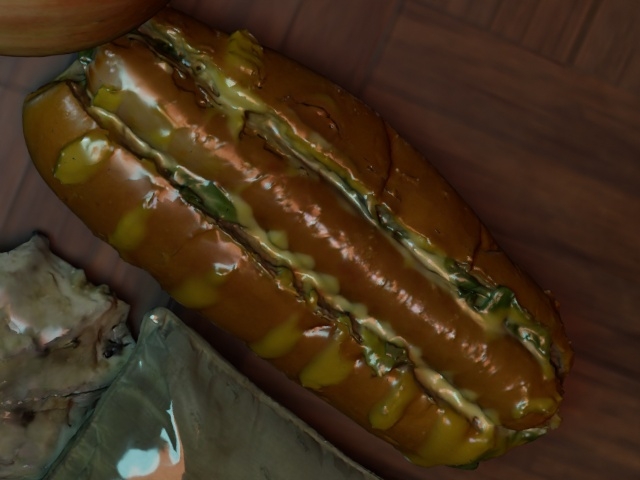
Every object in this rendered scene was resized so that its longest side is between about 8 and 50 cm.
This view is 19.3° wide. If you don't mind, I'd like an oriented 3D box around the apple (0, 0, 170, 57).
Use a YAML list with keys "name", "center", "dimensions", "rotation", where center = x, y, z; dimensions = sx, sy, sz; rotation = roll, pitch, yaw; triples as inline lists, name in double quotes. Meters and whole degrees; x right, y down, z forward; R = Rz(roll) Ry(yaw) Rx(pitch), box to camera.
- name: "apple"
  center: [-0.124, -0.153, 0.688]
  dimensions: [0.199, 0.199, 0.199]
  rotation: [-2, 104, -8]

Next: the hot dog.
- name: "hot dog"
  center: [0.000, 0.000, 0.795]
  dimensions: [0.269, 0.072, 0.115]
  rotation: [35, 89, -14]

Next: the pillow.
- name: "pillow"
  center: [-0.096, 0.196, 0.814]
  dimensions: [0.185, 0.075, 0.302]
  rotation: [39, 89, -25]

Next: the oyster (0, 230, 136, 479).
- name: "oyster"
  center: [-0.180, 0.066, 0.783]
  dimensions: [0.209, 0.072, 0.132]
  rotation: [2, 106, -11]
